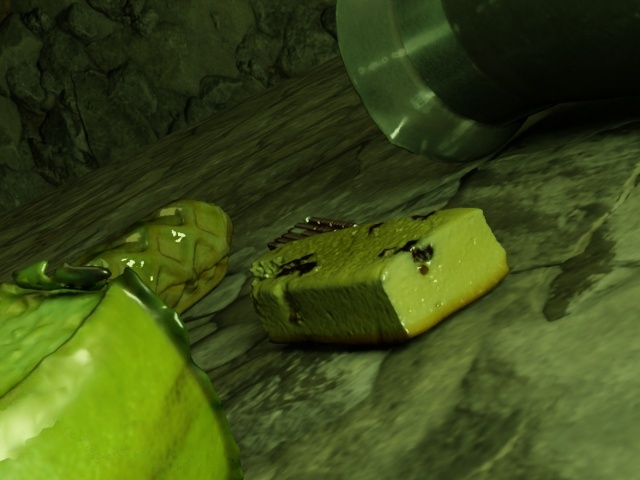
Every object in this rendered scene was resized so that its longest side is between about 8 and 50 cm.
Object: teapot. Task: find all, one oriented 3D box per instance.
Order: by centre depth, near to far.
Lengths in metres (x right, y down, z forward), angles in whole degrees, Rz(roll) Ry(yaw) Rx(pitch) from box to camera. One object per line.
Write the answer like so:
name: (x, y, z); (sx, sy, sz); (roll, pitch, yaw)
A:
teapot: (0.193, -0.214, 0.866); (0.344, 0.253, 0.300); (-21, 37, 53)

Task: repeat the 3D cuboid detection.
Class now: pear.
pear: (-0.177, 0.136, 0.439); (0.238, 0.164, 0.255); (-5, 28, 38)

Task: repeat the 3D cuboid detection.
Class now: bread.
bread: (0.013, 0.026, 0.740); (0.088, 0.049, 0.226); (-34, 12, -29)
bread: (-0.163, 0.046, 0.970); (0.087, 0.098, 0.269); (26, 39, 20)

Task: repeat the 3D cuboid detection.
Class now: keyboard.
keyboard: (0.000, 0.000, 0.966); (0.055, 0.017, 0.166); (-30, 12, -13)
